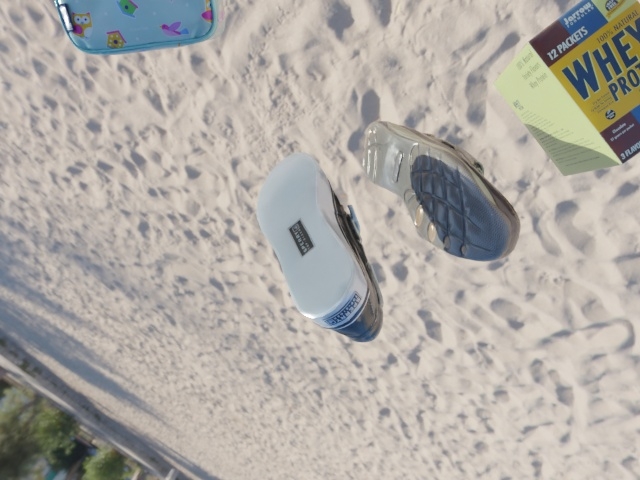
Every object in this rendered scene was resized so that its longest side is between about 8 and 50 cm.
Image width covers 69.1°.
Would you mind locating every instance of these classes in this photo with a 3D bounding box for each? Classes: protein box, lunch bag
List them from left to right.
[{"bbox_3d":[-0.313,-0.438,0.778,0.278,0.108,0.224,-5,117,1],"label":"lunch bag"},{"bbox_3d":[0.391,-0.221,0.683,0.201,0.136,0.200,53,-172,2],"label":"protein box"}]

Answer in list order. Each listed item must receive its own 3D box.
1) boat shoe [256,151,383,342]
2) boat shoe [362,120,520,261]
[{"bbox_3d":[0.003,-0.002,0.601,0.105,0.113,0.306,42,-169,-41],"label":"boat shoe"},{"bbox_3d":[0.192,-0.099,0.717,0.355,0.130,0.133,-122,33,-48],"label":"boat shoe"}]
